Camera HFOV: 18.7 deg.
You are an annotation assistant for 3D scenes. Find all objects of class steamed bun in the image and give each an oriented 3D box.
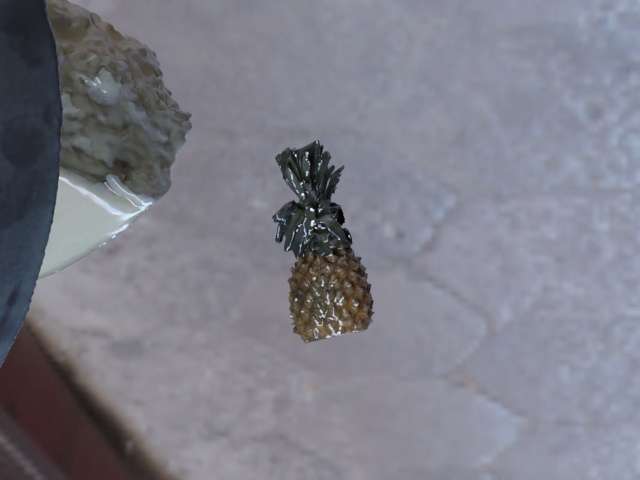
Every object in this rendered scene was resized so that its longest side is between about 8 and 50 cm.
[{"bbox_3d":[-0.210,-0.093,1.046,0.200,0.170,0.225,-27,132,36],"label":"steamed bun"}]

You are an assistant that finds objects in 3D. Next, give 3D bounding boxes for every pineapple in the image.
[{"bbox_3d":[0.000,0.000,1.569,0.074,0.159,0.074,-11,179,0],"label":"pineapple"}]

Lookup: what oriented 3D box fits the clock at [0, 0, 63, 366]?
[{"bbox_3d":[-0.236,-0.049,0.802,0.312,0.313,0.061,-17,172,36],"label":"clock"}]
